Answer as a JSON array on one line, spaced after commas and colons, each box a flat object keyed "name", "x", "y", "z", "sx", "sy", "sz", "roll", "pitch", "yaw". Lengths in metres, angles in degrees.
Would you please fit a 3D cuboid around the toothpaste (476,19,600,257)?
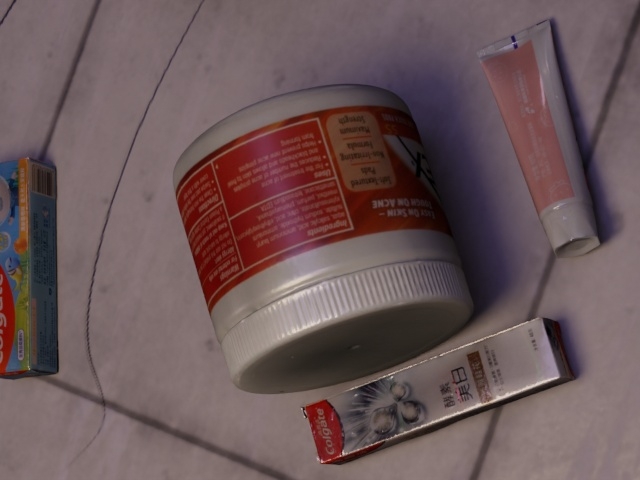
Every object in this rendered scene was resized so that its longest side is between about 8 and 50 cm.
[{"name": "toothpaste", "x": 0.177, "y": -0.081, "z": 1.516, "sx": 0.067, "sy": 0.043, "sz": 0.194, "roll": -23, "pitch": 65, "yaw": 23}]

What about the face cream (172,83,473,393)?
[{"name": "face cream", "x": 0.000, "y": 0.000, "z": 1.493, "sx": 0.201, "sy": 0.201, "sz": 0.187, "roll": -24, "pitch": 71, "yaw": 20}]

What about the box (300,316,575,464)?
[{"name": "box", "x": 0.093, "y": 0.122, "z": 1.516, "sx": 0.218, "sy": 0.039, "sz": 0.055, "roll": -23, "pitch": 73, "yaw": 20}]

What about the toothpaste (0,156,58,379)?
[{"name": "toothpaste", "x": -0.277, "y": 0.027, "z": 1.708, "sx": 0.070, "sy": 0.044, "sz": 0.193, "roll": -8, "pitch": 77, "yaw": 26}]
